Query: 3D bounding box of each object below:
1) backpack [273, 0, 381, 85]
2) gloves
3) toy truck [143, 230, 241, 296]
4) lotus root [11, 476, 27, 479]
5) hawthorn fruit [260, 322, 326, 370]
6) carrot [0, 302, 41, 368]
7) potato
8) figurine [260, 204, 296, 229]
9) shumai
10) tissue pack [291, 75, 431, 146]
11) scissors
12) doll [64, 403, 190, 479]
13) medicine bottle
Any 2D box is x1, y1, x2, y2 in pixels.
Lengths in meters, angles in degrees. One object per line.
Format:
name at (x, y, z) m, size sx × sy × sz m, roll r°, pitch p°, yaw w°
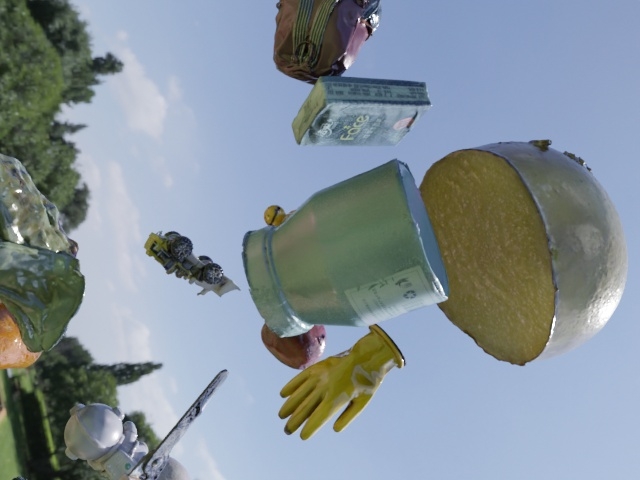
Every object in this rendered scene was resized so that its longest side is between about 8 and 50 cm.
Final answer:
backpack at (-0.003, -0.577, 1.720) m, size 0.197 × 0.284 × 0.317 m, roll 69°, pitch 41°, yaw -68°
gloves at (0.034, 0.310, 1.359) m, size 0.133 × 0.294 × 0.116 m, roll 37°, pitch -22°, yaw 52°
toy truck at (-0.356, 0.073, 1.743) m, size 0.286 × 0.111 × 0.136 m, roll 42°, pitch -10°, yaw -26°
lotus root at (-0.596, 0.562, 1.207) m, size 0.120 × 0.120 × 0.209 m, roll 135°, pitch -41°, yaw -63°
hawthorn fruit at (-0.063, 0.294, 1.813) m, size 0.181 × 0.181 × 0.235 m, roll 9°, pitch -54°, yaw 65°
carrot at (-0.740, 0.207, 1.365) m, size 0.159 × 0.225 × 0.159 m, roll -2°, pitch -95°, yaw 29°
potato at (0.433, 0.011, 1.298) m, size 0.385 × 0.320 × 0.441 m, roll -27°, pitch -105°, yaw 64°
figurine at (-0.009, 0.027, 1.592) m, size 0.323 × 0.320 × 0.196 m, roll -34°, pitch -151°, yaw 48°
shumai at (-0.551, 0.037, 1.133) m, size 0.288 × 0.292 × 0.330 m, roll 42°, pitch -52°, yaw 15°
tissue pack at (0.107, -0.342, 1.702) m, size 0.228 × 0.316 × 0.103 m, roll 131°, pitch -48°, yaw -59°
scissors at (-0.209, 0.278, 0.734) m, size 0.024 × 0.317 × 0.160 m, roll 33°, pitch -9°, yaw 36°
doll at (-0.372, 0.422, 1.197) m, size 0.287 × 0.151 × 0.151 m, roll 51°, pitch -20°, yaw -12°
medicine bottle at (0.039, 0.026, 1.049) m, size 0.245 × 0.290 × 0.244 m, roll -19°, pitch 90°, yaw -75°
